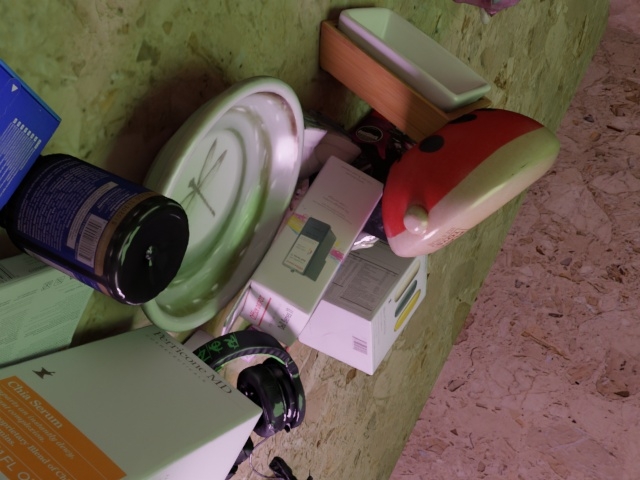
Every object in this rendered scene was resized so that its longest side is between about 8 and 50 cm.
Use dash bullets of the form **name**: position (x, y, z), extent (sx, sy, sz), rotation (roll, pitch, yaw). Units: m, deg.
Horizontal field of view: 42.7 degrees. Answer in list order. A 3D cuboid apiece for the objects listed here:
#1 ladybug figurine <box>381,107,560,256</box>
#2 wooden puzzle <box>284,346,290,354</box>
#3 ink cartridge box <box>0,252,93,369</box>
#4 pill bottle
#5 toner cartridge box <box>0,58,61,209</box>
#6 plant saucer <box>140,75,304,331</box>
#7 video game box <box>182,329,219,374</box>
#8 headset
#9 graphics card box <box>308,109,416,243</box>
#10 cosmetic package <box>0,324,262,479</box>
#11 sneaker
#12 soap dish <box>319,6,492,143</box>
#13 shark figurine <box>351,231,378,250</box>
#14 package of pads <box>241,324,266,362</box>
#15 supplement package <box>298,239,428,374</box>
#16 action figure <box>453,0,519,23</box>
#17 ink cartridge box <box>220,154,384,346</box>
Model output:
- **ladybug figurine**: position (0.243, -0.113, 1.402), extent (0.305, 0.162, 0.449), rotation (-37, 176, 34)
- **wooden puzzle**: position (-0.088, 0.265, 1.818), extent (0.083, 0.006, 0.049), rotation (-27, 135, -57)
- **ink cartridge box**: position (-0.372, 0.106, 0.978), extent (0.223, 0.045, 0.224), rotation (-26, 151, -57)
- **pill bottle**: position (-0.264, -0.024, 0.898), extent (0.123, 0.219, 0.123), rotation (-48, 151, -38)
- **toner cartridge box**: position (-0.406, -0.026, 0.774), extent (0.348, 0.075, 0.165), rotation (-61, 157, -14)
- **plant saucer**: position (-0.166, -0.063, 1.209), extent (0.400, 0.100, 0.400), rotation (-52, 157, -32)
- **video game box**: position (-0.253, 0.285, 1.427), extent (0.205, 0.048, 0.187), rotation (-45, 147, -41)
- **headset**: position (-0.117, 0.322, 1.389), extent (0.243, 0.185, 0.394), rotation (-35, 139, -12)
- **graphics card box**: position (0.165, -0.158, 1.691), extent (0.371, 0.233, 0.094), rotation (-47, 155, -38)
- **cosmetic package**: position (-0.293, 0.267, 1.036), extent (0.161, 0.230, 0.453), rotation (-60, 163, 16)
- **sneaker**: position (-0.026, -0.166, 1.472), extent (0.129, 0.111, 0.297), rotation (-55, 157, 15)
- **soap dish**: position (0.153, -0.303, 1.497), extent (0.229, 0.291, 0.118), rotation (-29, 157, -56)
- **shark figurine**: position (-0.027, 0.008, 1.641), extent (0.278, 0.166, 0.116), rotation (-27, 108, -23)
- **package of pads**: position (-0.136, 0.200, 1.599), extent (0.083, 0.050, 0.032), rotation (-38, 149, -49)
- **supplement package**: position (0.094, 0.114, 1.831), extent (0.263, 0.198, 0.199), rotation (-51, 152, -34)
- **action figure**: position (0.307, -0.595, 1.752), extent (0.370, 0.248, 0.275), rotation (-28, 180, -39)
- **ink cartridge box**: position (-0.035, 0.050, 1.427), extent (0.353, 0.119, 0.207), rotation (-58, 178, -24)
